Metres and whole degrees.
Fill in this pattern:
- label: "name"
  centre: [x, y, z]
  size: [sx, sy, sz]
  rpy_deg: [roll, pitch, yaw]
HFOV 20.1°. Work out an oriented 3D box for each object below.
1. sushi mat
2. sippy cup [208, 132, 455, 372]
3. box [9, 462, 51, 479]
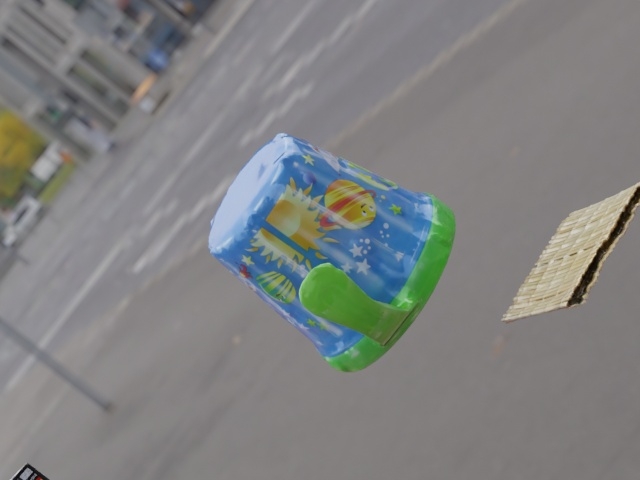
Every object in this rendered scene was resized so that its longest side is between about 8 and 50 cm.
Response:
- label: "sushi mat"
  centre: [0.262, 0.017, 1.881]
  size: [0.151, 0.019, 0.316]
  rpy_deg: [-58, 2, -7]
- label: "sippy cup"
  centre: [0.000, 0.000, 2.091]
  size: [0.240, 0.224, 0.305]
  rpy_deg: [-64, 18, -19]
- label: "box"
  centre: [-0.358, 0.325, 1.834]
  size: [0.114, 0.036, 0.207]
  rpy_deg: [-54, -2, 40]
